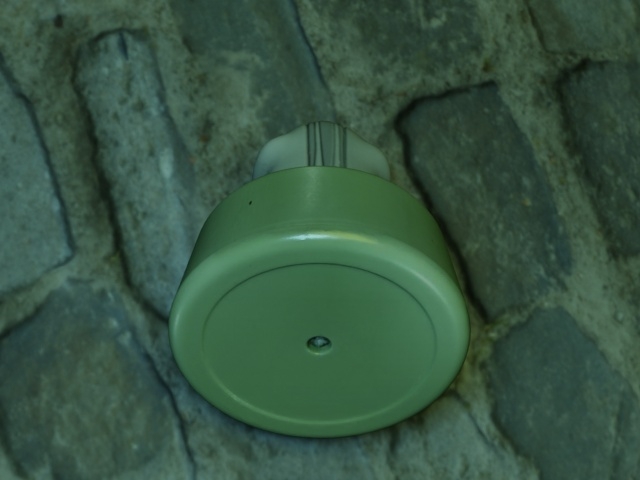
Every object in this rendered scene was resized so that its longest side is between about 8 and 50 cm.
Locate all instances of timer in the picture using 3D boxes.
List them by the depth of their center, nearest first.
[{"bbox_3d":[0.000,0.000,1.431,0.291,0.291,0.315,15,40,-12],"label":"timer"}]
